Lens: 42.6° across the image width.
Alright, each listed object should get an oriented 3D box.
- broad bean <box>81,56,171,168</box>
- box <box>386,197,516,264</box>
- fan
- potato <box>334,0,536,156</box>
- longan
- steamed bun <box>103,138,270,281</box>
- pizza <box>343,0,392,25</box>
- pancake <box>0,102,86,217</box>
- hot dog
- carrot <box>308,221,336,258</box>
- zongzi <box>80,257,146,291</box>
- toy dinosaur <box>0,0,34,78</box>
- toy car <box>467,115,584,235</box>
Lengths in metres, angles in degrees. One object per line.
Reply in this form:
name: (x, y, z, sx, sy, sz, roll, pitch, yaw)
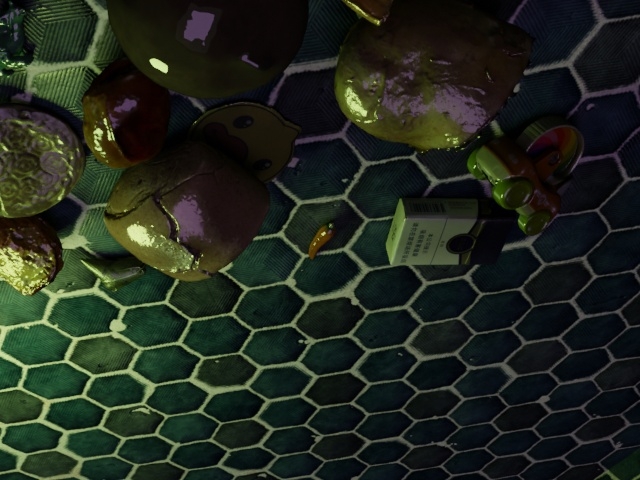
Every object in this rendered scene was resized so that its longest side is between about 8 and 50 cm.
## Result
broad bean: (-0.342, -0.222, 1.453, 0.156, 0.122, 0.228, -19, 152, -29)
box: (0.289, -0.018, 1.835, 0.259, 0.071, 0.168, 1, 138, -9)
fan: (-0.196, -0.172, 1.616, 0.335, 0.011, 0.229, -15, 140, 7)
potato: (0.162, -0.304, 1.370, 0.237, 0.288, 0.301, 37, 167, -24)
longan: (-0.166, -0.349, 1.226, 0.297, 0.297, 0.297, -5, 139, -4)
steamed bun: (-0.268, -0.037, 1.601, 0.301, 0.199, 0.251, -29, 138, 29)
pizza: (0.061, -0.460, 1.244, 0.204, 0.080, 0.188, 35, 97, 0)
pancake: (-0.561, -0.144, 1.525, 0.250, 0.031, 0.250, -15, 130, -18)
hot dog: (-0.646, -0.006, 1.653, 0.175, 0.114, 0.259, -29, 126, 29)
carrot: (0.000, 0.000, 1.835, 0.035, 0.035, 0.142, 11, 142, -22)
zongzi: (-0.453, 0.052, 1.806, 0.104, 0.052, 0.113, -31, 122, 13)
toy dinosaur: (-0.555, -0.286, 1.377, 0.120, 0.079, 0.292, 19, 131, -21)
toy car: (0.445, -0.149, 1.682, 0.235, 0.145, 0.235, -14, 132, -16)
